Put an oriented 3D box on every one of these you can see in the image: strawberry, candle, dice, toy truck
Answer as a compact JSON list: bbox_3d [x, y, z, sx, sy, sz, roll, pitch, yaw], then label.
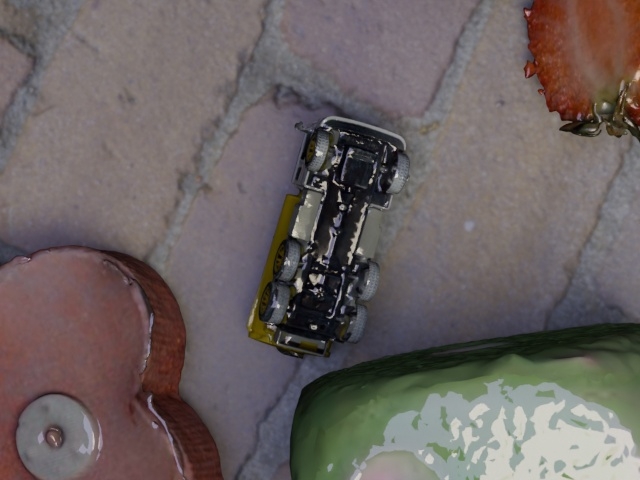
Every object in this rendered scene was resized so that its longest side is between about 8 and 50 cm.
[{"bbox_3d":[0.278,-0.204,1.476,0.175,0.106,0.236,8,90,44],"label":"strawberry"},{"bbox_3d":[-0.240,0.179,1.527,0.287,0.131,0.317,-22,78,13],"label":"candle"},{"bbox_3d":[0.158,0.249,1.375,0.318,0.322,0.330,-10,88,7],"label":"dice"},{"bbox_3d":[0.000,0.000,1.499,0.098,0.114,0.227,15,93,-15],"label":"toy truck"}]
